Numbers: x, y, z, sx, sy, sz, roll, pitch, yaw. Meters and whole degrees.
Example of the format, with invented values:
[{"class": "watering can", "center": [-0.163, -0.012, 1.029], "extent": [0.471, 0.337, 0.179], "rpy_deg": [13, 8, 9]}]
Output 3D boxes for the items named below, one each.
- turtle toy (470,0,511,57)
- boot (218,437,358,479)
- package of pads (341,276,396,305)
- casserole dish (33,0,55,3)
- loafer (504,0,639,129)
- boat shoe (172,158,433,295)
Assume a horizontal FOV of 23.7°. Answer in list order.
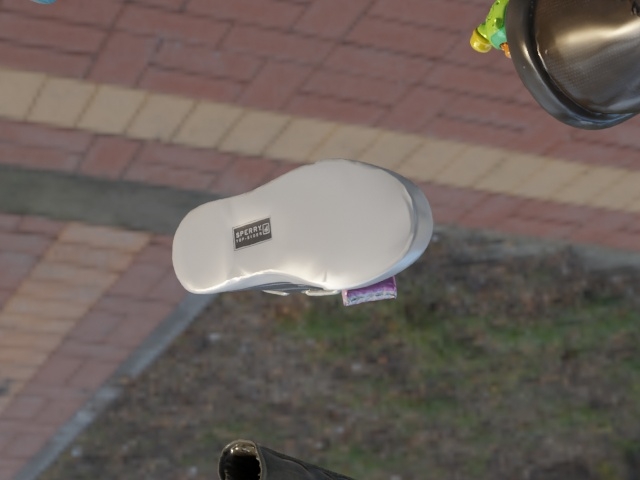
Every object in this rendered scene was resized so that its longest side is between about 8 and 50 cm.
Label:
[{"class": "turtle toy", "center": [0.217, -0.231, 1.555], "extent": [0.130, 0.066, 0.095], "rpy_deg": [-28, 151, -44]}, {"class": "boot", "center": [0.026, 0.251, 1.439], "extent": [0.208, 0.076, 0.189], "rpy_deg": [33, 162, -28]}, {"class": "package of pads", "center": [0.039, 0.017, 1.411], "extent": [0.050, 0.083, 0.032], "rpy_deg": [-8, 153, -5]}, {"class": "casserole dish", "center": [-0.230, -0.241, 1.054], "extent": [0.037, 0.188, 0.114], "rpy_deg": [-12, 134, -48]}, {"class": "loafer", "center": [0.161, -0.107, 0.474], "extent": [0.220, 0.080, 0.078], "rpy_deg": [-40, -166, -11]}, {"class": "boat shoe", "center": [0.000, 0.000, 1.299], "extent": [0.102, 0.108, 0.301], "rpy_deg": [4, 168, -41]}]
